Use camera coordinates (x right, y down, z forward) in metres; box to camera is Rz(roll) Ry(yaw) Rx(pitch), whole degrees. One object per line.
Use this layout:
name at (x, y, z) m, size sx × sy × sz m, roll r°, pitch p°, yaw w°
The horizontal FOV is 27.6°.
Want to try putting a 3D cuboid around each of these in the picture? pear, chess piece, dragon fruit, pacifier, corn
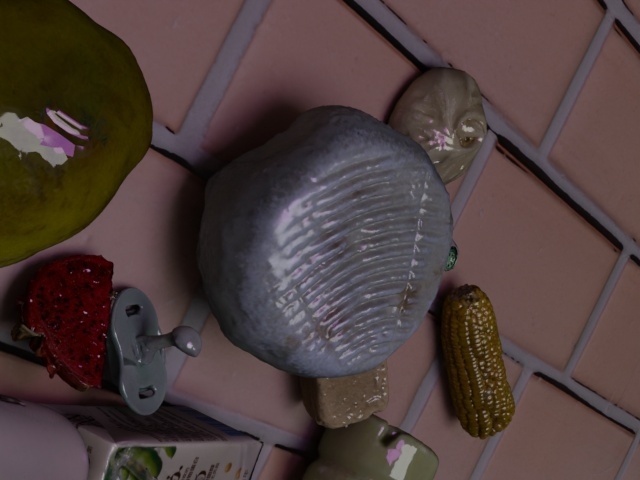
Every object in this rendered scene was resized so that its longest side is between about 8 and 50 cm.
pear at (-0.309, -0.105, 1.171) m, size 0.321 × 0.269 × 0.269 m, roll -4°, pitch 112°, yaw -34°
chess piece at (-0.001, 0.462, 1.852) m, size 0.442 × 0.234 × 0.234 m, roll -60°, pitch 141°, yaw -13°
dragon fruit at (-0.292, 0.087, 1.430) m, size 0.106 × 0.083 × 0.162 m, roll 24°, pitch 57°, yaw -35°
pacifier at (-0.189, 0.126, 1.525) m, size 0.127 × 0.117 × 0.150 m, roll 13°, pitch 68°, yaw -69°
corn at (0.244, 0.196, 2.084) m, size 0.102 × 0.102 × 0.313 m, roll -42°, pitch 132°, yaw -27°

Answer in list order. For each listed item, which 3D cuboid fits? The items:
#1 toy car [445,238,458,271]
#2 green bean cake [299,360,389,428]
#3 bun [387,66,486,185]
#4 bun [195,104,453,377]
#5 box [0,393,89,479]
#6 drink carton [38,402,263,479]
toy car at (0.124, -0.028, 1.833) m, size 0.224 × 0.090 × 0.076 m, roll 37°, pitch 75°, yaw -51°
green bean cake at (0.029, 0.163, 1.800) m, size 0.109 × 0.085 × 0.179 m, roll -15°, pitch 118°, yaw -19°
bun at (0.177, -0.148, 1.823) m, size 0.183 × 0.102 × 0.183 m, roll -28°, pitch 131°, yaw -38°
bun at (0.000, 0.006, 1.617) m, size 0.354 × 0.194 × 0.354 m, roll -14°, pitch 115°, yaw -33°
box at (-0.386, 0.306, 1.256) m, size 0.289 × 0.141 × 0.349 m, roll 29°, pitch 88°, yaw -58°
drink carton at (-0.222, 0.301, 1.531) m, size 0.324 × 0.132 × 0.194 m, roll 16°, pitch 93°, yaw -63°
